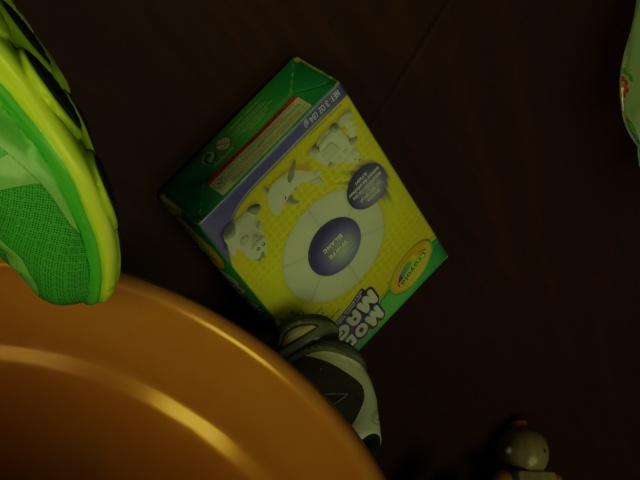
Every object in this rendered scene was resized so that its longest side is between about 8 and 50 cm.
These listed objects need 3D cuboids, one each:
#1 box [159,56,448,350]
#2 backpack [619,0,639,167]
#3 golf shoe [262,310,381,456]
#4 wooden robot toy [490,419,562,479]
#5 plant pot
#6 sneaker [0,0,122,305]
[{"bbox_3d":[0.000,0.000,0.828,0.105,0.043,0.179,-46,138,-9],"label":"box"},{"bbox_3d":[0.268,-0.089,0.924,0.144,0.166,0.188,-17,122,-33],"label":"backpack"},{"bbox_3d":[-0.054,0.125,0.796,0.198,0.094,0.077,-41,137,11],"label":"golf shoe"},{"bbox_3d":[0.124,0.161,1.040,0.173,0.076,0.079,12,71,-45],"label":"wooden robot toy"},{"bbox_3d":[-0.132,0.170,0.662,0.290,0.291,0.203,-3,133,-41],"label":"plant pot"},{"bbox_3d":[-0.179,-0.064,0.599,0.123,0.109,0.295,-34,136,4],"label":"sneaker"}]
